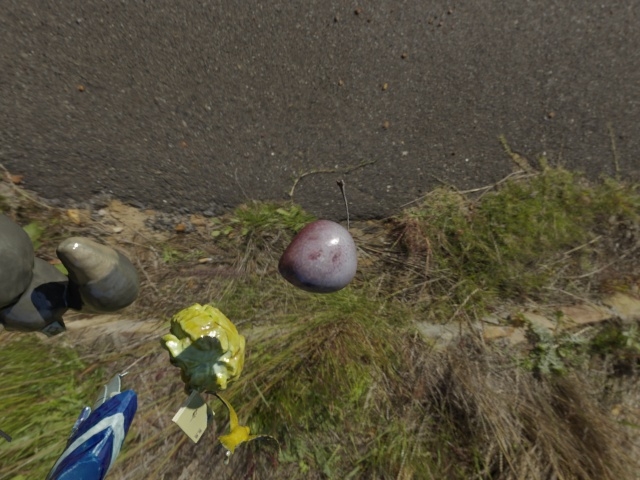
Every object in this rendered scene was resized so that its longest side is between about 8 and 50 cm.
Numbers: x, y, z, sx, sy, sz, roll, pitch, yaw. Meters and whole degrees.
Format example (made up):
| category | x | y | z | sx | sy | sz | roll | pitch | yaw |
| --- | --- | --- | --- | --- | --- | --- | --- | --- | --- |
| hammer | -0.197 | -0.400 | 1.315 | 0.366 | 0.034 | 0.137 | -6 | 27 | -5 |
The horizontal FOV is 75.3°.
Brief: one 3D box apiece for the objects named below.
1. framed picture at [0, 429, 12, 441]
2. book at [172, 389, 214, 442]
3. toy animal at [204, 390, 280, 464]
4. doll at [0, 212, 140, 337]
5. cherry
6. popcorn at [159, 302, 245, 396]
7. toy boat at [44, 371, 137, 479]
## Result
| category | x | y | z | sx | sy | sz | roll | pitch | yaw |
| --- | --- | --- | --- | --- | --- | --- | --- | --- | --- |
| framed picture | -0.625 | 0.270 | 0.698 | 0.200 | 0.195 | 0.010 | 55 | 44 | -22 |
| book | -0.288 | 0.403 | 0.948 | 0.077 | 0.014 | 0.111 | -57 | 144 | -39 |
| toy animal | -0.197 | 0.444 | 0.933 | 0.219 | 0.155 | 0.095 | 35 | 47 | 16 |
| doll | -0.616 | 0.039 | 0.859 | 0.378 | 0.383 | 0.253 | -21 | 61 | -12 |
| cherry | -0.007 | 0.001 | 0.716 | 0.147 | 0.115 | 0.188 | -11 | 102 | -6 |
| popcorn | -0.287 | 0.267 | 1.033 | 0.183 | 0.204 | 0.221 | -32 | 106 | -20 |
| toy boat | -0.366 | 0.316 | 0.652 | 0.070 | 0.291 | 0.210 | 37 | 67 | -20 |
